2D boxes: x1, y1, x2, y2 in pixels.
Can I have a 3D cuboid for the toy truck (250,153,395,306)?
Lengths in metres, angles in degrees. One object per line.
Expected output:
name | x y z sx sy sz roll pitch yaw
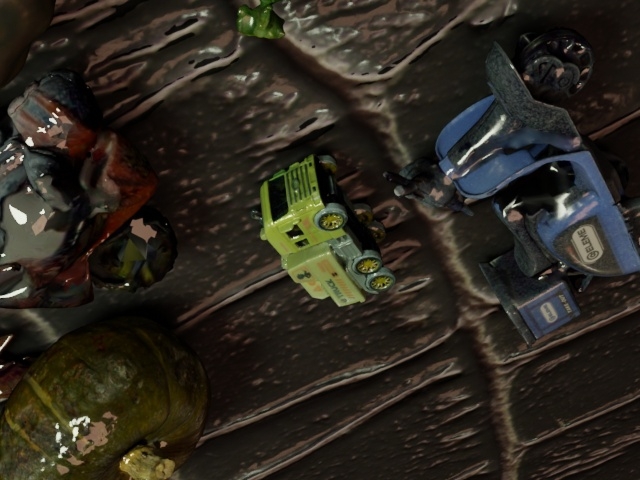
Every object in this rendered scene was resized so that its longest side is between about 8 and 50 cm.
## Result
toy truck | 0.000 0.000 0.949 0.100 0.077 0.169 -23 139 16

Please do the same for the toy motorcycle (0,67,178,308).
toy motorcycle | -0.293 -0.034 0.747 0.401 0.134 0.207 -2 129 -25

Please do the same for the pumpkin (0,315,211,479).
pumpkin | -0.192 0.178 0.937 0.219 0.162 0.219 -37 147 -29

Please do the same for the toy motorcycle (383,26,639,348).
toy motorcycle | 0.205 -0.046 0.964 0.212 0.125 0.358 -32 134 8

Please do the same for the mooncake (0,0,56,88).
mooncake | -0.299 -0.191 0.588 0.290 0.161 0.290 -11 133 -12

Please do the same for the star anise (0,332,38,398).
star anise | -0.355 0.116 0.905 0.212 0.053 0.157 -23 135 -2

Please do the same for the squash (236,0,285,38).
squash | 0.005 -0.312 0.659 0.101 0.101 0.379 1 124 -25
